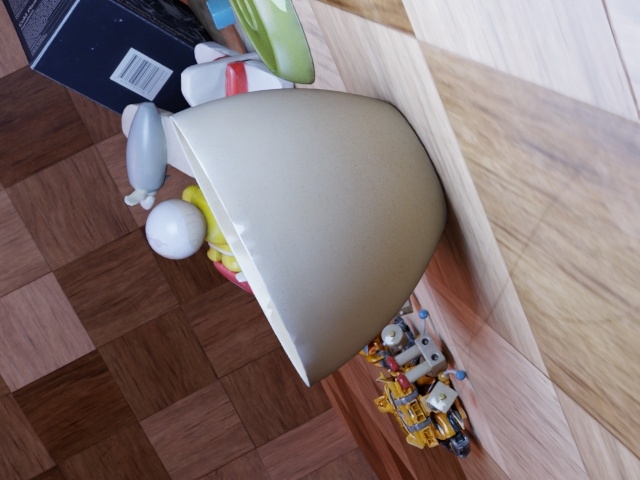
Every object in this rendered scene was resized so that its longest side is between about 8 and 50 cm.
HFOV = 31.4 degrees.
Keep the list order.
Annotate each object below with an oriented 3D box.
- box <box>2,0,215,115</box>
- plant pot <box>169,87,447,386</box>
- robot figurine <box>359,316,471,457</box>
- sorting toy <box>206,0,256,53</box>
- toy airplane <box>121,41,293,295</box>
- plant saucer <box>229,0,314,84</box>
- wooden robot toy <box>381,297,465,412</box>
[{"bbox_3d":[-0.373,-0.378,2.085,0.343,0.179,0.312,26,-161,-40],"label":"box"},{"bbox_3d":[0.007,-0.031,1.076,0.284,0.191,0.284,61,173,13],"label":"plant pot"},{"bbox_3d":[0.122,0.207,1.608,0.211,0.085,0.291,63,174,-8],"label":"robot figurine"},{"bbox_3d":[-0.154,-0.371,1.601,0.196,0.047,0.347,59,172,33],"label":"sorting toy"},{"bbox_3d":[-0.140,-0.085,1.636,0.384,0.272,0.386,52,156,-1],"label":"toy airplane"},{"bbox_3d":[-0.079,-0.291,1.380,0.241,0.037,0.241,61,174,11],"label":"plant saucer"},{"bbox_3d":[0.126,0.148,1.433,0.173,0.076,0.079,60,-176,26],"label":"wooden robot toy"}]
